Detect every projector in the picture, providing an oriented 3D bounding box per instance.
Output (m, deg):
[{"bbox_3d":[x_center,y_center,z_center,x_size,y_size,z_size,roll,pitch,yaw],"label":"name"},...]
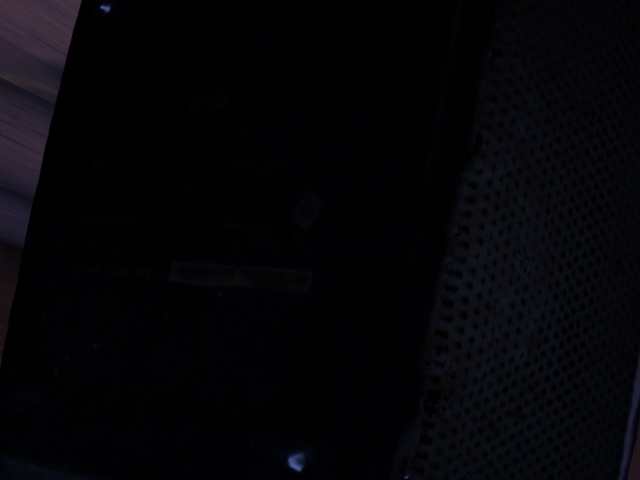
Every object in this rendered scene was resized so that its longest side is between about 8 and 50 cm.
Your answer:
[{"bbox_3d":[0.000,0.000,1.092,0.242,0.405,0.395,18,170,-40],"label":"projector"}]
